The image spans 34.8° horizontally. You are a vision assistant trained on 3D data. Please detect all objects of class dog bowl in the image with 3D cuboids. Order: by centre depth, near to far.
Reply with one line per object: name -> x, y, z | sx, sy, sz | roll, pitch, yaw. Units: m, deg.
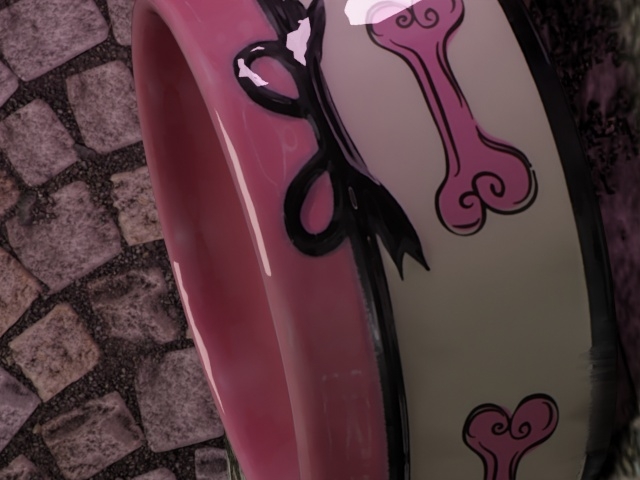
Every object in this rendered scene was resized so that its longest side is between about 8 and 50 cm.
dog bowl -> 0.000, 0.000, 0.621 | 0.408, 0.150, 0.408 | 164, 90, -75
